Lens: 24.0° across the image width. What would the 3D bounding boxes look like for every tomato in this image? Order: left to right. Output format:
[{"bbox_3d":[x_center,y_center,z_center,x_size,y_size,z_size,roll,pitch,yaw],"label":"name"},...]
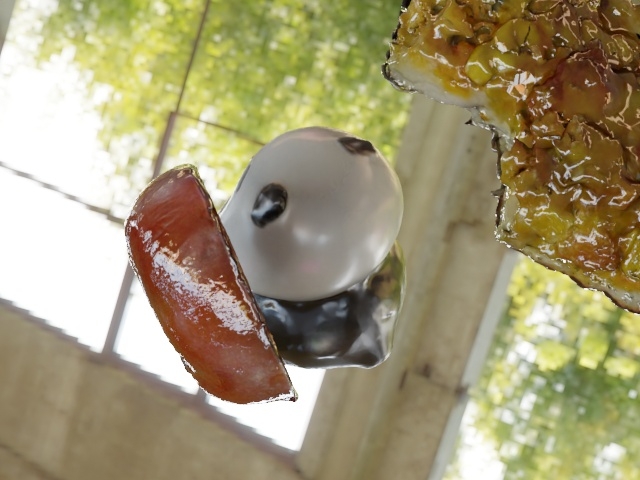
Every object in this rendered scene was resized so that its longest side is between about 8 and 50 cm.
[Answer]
[{"bbox_3d":[-0.093,0.049,1.226,0.085,0.225,0.225,-26,-161,-6],"label":"tomato"}]

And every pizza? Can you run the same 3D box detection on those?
[{"bbox_3d":[0.141,-0.084,0.856,0.161,0.085,0.305,-17,-118,-24],"label":"pizza"}]

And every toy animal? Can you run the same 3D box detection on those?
[{"bbox_3d":[-0.005,-0.001,1.428,0.165,0.235,0.187,33,-119,33],"label":"toy animal"}]
